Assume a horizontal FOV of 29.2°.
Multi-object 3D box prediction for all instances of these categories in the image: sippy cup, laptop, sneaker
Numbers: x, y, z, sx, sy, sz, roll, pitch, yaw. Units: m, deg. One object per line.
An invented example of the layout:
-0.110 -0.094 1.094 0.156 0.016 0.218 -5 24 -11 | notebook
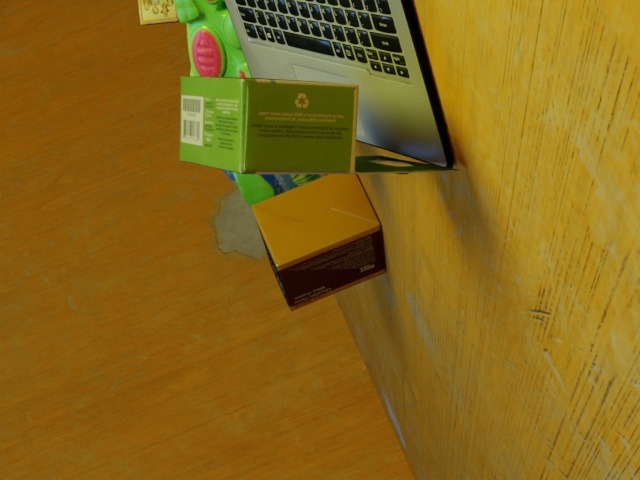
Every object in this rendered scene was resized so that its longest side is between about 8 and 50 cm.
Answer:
-0.075 -0.153 2.267 0.240 0.305 0.224 -11 113 57 | sippy cup
-0.103 -0.241 1.359 0.382 0.236 0.408 24 140 52 | laptop
-0.091 -0.341 1.679 0.202 0.185 0.483 -60 -18 -45 | sneaker

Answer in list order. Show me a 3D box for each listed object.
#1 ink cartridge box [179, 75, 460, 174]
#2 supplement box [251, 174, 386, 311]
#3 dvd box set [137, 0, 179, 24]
-0.003 -0.125 1.326 0.189 0.255 0.097 17 107 63 | ink cartridge box
0.000 0.000 2.169 0.194 0.191 0.129 76 171 -63 | supplement box
-0.251 -0.534 1.824 0.307 0.062 0.421 -102 7 -78 | dvd box set
